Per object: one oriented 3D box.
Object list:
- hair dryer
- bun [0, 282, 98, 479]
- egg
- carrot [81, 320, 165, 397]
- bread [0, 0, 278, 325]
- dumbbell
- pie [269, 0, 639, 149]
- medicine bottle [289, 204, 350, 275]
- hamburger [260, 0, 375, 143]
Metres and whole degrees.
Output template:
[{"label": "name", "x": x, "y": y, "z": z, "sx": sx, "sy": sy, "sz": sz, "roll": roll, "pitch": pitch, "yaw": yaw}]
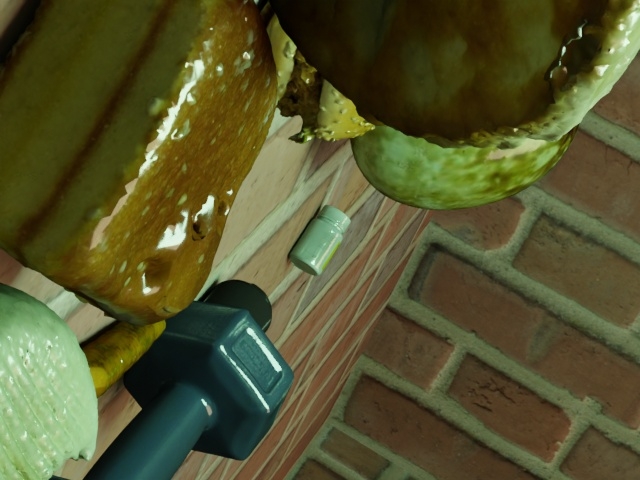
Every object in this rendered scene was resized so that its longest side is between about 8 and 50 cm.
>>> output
[{"label": "hair dryer", "x": -0.131, "y": 0.149, "z": 1.498, "sx": 0.114, "sy": 0.070, "sz": 0.248, "roll": -51, "pitch": 172, "yaw": -46}, {"label": "bun", "x": -0.206, "y": 0.127, "z": 0.741, "sx": 0.212, "sy": 0.126, "sz": 0.203, "roll": -58, "pitch": 148, "yaw": -54}, {"label": "egg", "x": 0.156, "y": -0.149, "z": 1.550, "sx": 0.289, "sy": 0.238, "sz": 0.238, "roll": -47, "pitch": 167, "yaw": -27}, {"label": "carrot", "x": -0.167, "y": 0.091, "z": 1.155, "sx": 0.042, "sy": 0.042, "sz": 0.171, "roll": -62, "pitch": 174, "yaw": 19}, {"label": "bread", "x": -0.101, "y": -0.052, "z": 0.794, "sx": 0.184, "sy": 0.110, "sz": 0.234, "roll": -59, "pitch": 171, "yaw": -5}, {"label": "dumbbell", "x": -0.152, "y": 0.188, "z": 1.207, "sx": 0.316, "sy": 0.144, "sz": 0.156, "roll": -51, "pitch": 171, "yaw": -46}, {"label": "pie", "x": 0.069, "y": -0.195, "z": 0.736, "sx": 0.092, "sy": 0.315, "sz": 0.315, "roll": -11, "pitch": 139, "yaw": -39}, {"label": "medicine bottle", "x": 0.000, "y": 0.000, "z": 1.795, "sx": 0.083, "sy": 0.047, "sz": 0.047, "roll": -56, "pitch": 171, "yaw": -16}, {"label": "hamburger", "x": 0.029, "y": -0.174, "z": 1.134, "sx": 0.182, "sy": 0.118, "sz": 0.191, "roll": -61, "pitch": 176, "yaw": 34}]
